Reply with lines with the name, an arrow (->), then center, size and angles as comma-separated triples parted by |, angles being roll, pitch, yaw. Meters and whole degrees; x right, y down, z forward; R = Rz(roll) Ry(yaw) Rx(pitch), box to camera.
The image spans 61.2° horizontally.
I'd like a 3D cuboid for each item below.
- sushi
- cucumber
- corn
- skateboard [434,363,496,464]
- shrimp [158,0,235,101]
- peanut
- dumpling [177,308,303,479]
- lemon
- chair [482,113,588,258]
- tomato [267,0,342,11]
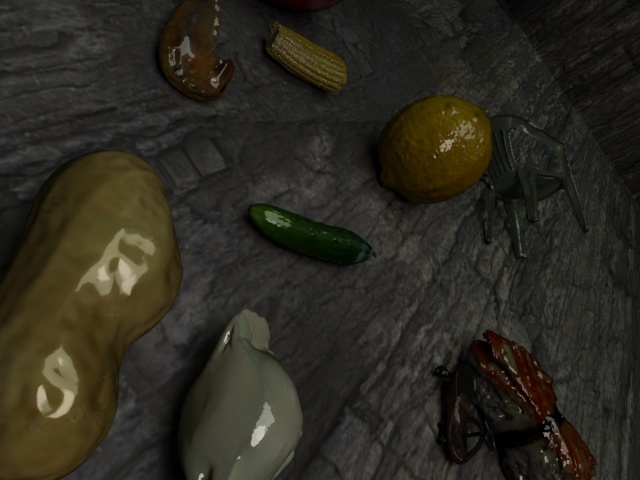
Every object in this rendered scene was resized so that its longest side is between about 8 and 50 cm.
sushi -> 0.343, 0.307, 0.903 | 0.124, 0.130, 0.332 | -15, 72, -45
cucumber -> 0.000, 0.000, 0.789 | 0.250, 0.056, 0.056 | 17, 54, -36
corn -> -0.025, -0.325, 0.968 | 0.165, 0.063, 0.085 | 21, 61, -35
skateboard -> 0.225, 0.264, 0.832 | 0.067, 0.080, 0.151 | 36, 45, -33
shrimp -> -0.169, -0.318, 0.816 | 0.117, 0.066, 0.262 | 43, 54, -40
peanut -> -0.203, 0.047, 0.479 | 0.147, 0.147, 0.319 | 30, 44, -30
dumpling -> -0.075, 0.192, 0.551 | 0.151, 0.124, 0.229 | 70, 26, -50
lemon -> 0.210, -0.168, 0.997 | 0.192, 0.231, 0.192 | 55, 8, -11
chair -> 0.451, -0.129, 1.238 | 0.190, 0.203, 0.275 | 13, 61, -27
tomato -> -0.051, -0.509, 0.983 | 0.308, 0.170, 0.309 | 10, 33, -7
